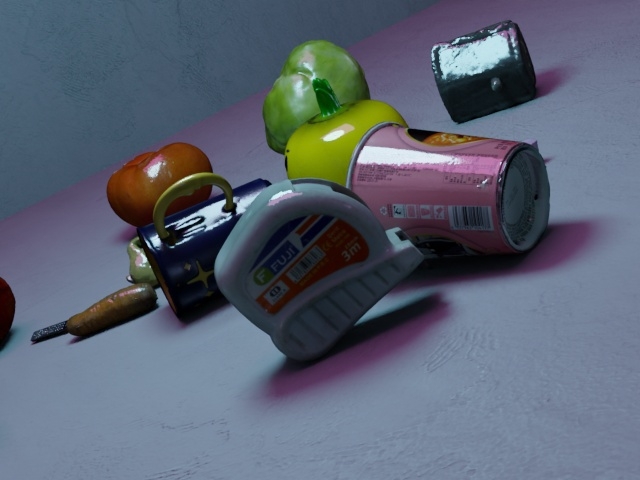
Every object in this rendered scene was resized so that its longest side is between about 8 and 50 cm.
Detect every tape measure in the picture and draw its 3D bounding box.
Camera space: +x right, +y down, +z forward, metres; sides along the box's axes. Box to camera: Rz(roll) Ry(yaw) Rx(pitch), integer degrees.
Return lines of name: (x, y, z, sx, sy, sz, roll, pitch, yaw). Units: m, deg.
tape measure: (-0.010, 0.030, 1.633, 0.243, 0.246, 0.125, -44, 15, 4)

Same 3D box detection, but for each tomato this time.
tomato: (-0.379, -0.126, 2.722, 0.259, 0.180, 0.260, -21, 14, 6)

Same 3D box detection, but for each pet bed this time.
pet bed: (0.353, -0.368, 2.500, 0.210, 0.183, 0.159, -15, 12, 19)

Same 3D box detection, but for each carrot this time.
carrot: (-0.397, 0.131, 2.167, 0.186, 0.060, 0.060, -23, 17, 2)

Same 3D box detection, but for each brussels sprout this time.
brussels sprout: (-0.006, -0.284, 2.559, 0.242, 0.317, 0.274, -1, 43, 2)

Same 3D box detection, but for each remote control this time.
remote control: (-0.531, 0.181, 2.263, 0.091, 0.016, 0.034, -18, 33, 18)

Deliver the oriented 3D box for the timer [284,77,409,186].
timer: (0.044, -0.196, 2.218, 0.285, 0.285, 0.285, -21, 17, 7)

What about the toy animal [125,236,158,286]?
toy animal: (-0.299, 0.039, 2.292, 0.218, 0.103, 0.101, -19, 36, 8)

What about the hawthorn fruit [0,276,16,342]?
hawthorn fruit: (-0.714, 0.136, 2.356, 0.189, 0.190, 0.251, -19, 13, 13)

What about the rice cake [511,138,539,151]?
rice cake: (0.276, -0.097, 1.985, 0.106, 0.050, 0.298, -5, 24, 46)

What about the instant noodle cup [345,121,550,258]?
instant noodle cup: (0.201, -0.065, 1.735, 0.255, 0.244, 0.244, 3, 29, 37)

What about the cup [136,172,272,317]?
cup: (-0.177, -0.005, 2.025, 0.256, 0.178, 0.255, -25, -12, -10)
